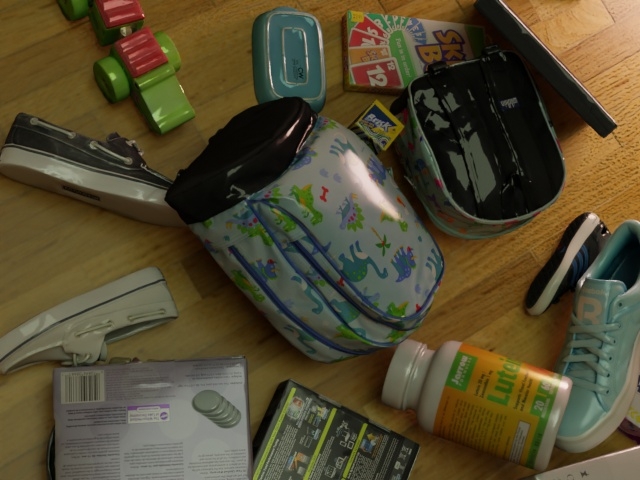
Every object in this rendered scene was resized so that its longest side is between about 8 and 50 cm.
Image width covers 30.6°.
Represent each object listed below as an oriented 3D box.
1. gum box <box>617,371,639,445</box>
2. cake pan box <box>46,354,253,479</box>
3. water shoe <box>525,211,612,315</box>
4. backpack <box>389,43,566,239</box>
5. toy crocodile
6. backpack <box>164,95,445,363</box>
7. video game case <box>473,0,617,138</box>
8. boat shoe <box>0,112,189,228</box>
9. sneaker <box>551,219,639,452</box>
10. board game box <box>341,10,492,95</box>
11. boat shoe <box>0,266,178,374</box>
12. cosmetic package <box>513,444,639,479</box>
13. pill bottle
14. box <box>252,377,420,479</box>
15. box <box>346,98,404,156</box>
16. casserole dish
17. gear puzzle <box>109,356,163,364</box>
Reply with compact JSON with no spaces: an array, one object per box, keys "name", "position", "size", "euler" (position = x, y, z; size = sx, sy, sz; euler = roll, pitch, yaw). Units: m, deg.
[{"name":"gum box","position":[0.501,0.250,1.798],"size":[0.188,0.062,0.107],"euler":[35,68,-7]},{"name":"cake pan box","position":[-0.218,0.280,1.505],"size":[0.266,0.070,0.246],"euler":[-4,73,-6]},{"name":"water shoe","position":[0.395,0.047,1.812],"size":[0.080,0.073,0.203],"euler":[39,68,-7]},{"name":"backpack","position":[0.234,-0.129,1.741],"size":[0.225,0.191,0.254],"euler":[-18,75,-19]},{"name":"toy crocodile","position":[-0.285,-0.308,1.665],"size":[0.115,0.105,0.341],"euler":[-26,86,-22]},{"name":"backpack","position":[0.000,0.000,1.595],"size":[0.356,0.273,0.290],"euler":[66,32,-20]},{"name":"video game case","position":[0.344,-0.279,1.804],"size":[0.275,0.248,0.035],"euler":[45,105,-2]},{"name":"boat shoe","position":[-0.285,-0.099,1.616],"size":[0.301,0.108,0.102],"euler":[17,73,-6]},{"name":"sneaker","position":[0.406,0.128,1.733],"size":[0.150,0.135,0.366],"euler":[47,60,-38]},{"name":"board game box","position":[0.161,-0.287,1.847],"size":[0.259,0.039,0.124],"euler":[4,76,-20]},{"name":"boat shoe","position":[-0.313,0.126,1.553],"size":[0.267,0.096,0.088],"euler":[-25,80,-30]},{"name":"cosmetic package","position":[0.405,0.426,1.675],"size":[0.224,0.138,0.224],"euler":[-10,75,-22]},{"name":"pill bottle","position":[0.217,0.221,1.642],"size":[0.245,0.136,0.136],"euler":[17,69,13]},{"name":"box","position":[-0.009,0.357,1.605],"size":[0.216,0.060,0.270],"euler":[27,69,-9]},{"name":"box","position":[0.056,-0.140,1.698],"size":[0.059,0.169,0.054],"euler":[43,66,-4]},{"name":"casserole dish","position":[-0.044,-0.273,1.773],"size":[0.114,0.037,0.189],"euler":[1,77,-17]},{"name":"gear puzzle","position":[-0.210,0.327,1.551],"size":[0.175,0.044,0.339],"euler":[4,74,-4]}]
